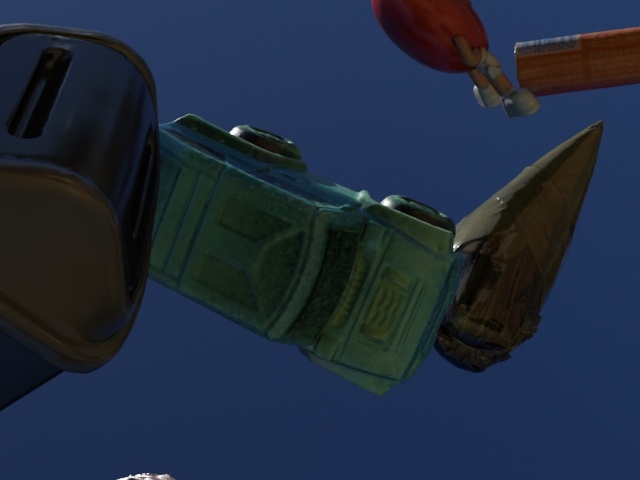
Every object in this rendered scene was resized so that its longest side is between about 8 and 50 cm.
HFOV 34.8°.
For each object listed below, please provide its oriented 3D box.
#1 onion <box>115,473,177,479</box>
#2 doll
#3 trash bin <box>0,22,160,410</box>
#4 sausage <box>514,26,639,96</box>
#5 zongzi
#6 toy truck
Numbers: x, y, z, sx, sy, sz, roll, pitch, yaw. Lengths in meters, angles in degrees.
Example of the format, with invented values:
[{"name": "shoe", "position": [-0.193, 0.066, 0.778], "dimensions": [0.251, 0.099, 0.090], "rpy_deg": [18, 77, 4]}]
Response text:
[{"name": "onion", "position": [-0.206, 0.468, 1.200], "dimensions": [0.260, 0.282, 0.336], "rpy_deg": [59, -143, -34]}, {"name": "doll", "position": [0.131, -0.216, 1.073], "dimensions": [0.217, 0.183, 0.085], "rpy_deg": [39, -84, -16]}, {"name": "trash bin", "position": [-0.222, 0.009, 0.611], "dimensions": [0.182, 0.290, 0.209], "rpy_deg": [44, -156, -28]}, {"name": "sausage", "position": [0.473, -0.291, 1.625], "dimensions": [0.093, 0.312, 0.093], "rpy_deg": [-5, -90, -73]}, {"name": "zongzi", "position": [0.265, -0.003, 1.313], "dimensions": [0.154, 0.317, 0.289], "rpy_deg": [32, -157, -4]}, {"name": "toy truck", "position": [-0.028, 0.008, 0.836], "dimensions": [0.155, 0.279, 0.156], "rpy_deg": [-67, -17, 11]}]
